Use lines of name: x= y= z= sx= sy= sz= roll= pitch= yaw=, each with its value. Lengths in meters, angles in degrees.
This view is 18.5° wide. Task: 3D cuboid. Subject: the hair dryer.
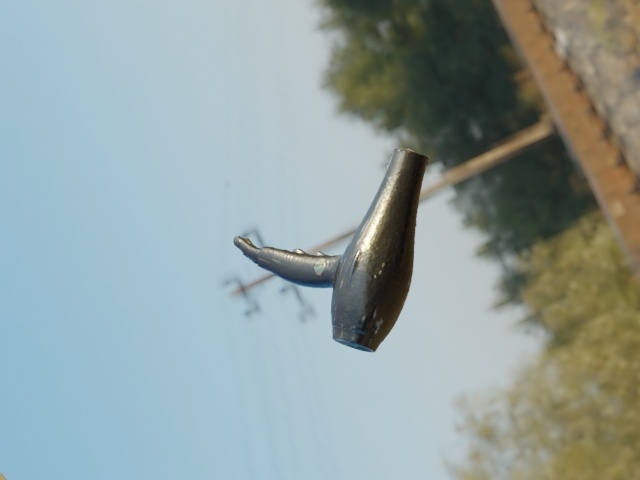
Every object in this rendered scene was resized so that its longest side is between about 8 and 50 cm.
hair dryer: x=0.000 y=0.000 z=1.900 sx=0.075 sy=0.219 sz=0.195 roll=27 pitch=-104 yaw=-50

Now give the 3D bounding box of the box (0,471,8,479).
box: x=-0.322 y=0.135 z=1.274 sx=0.365 sy=0.051 sz=0.204 roll=42 pitch=-159 yaw=33
